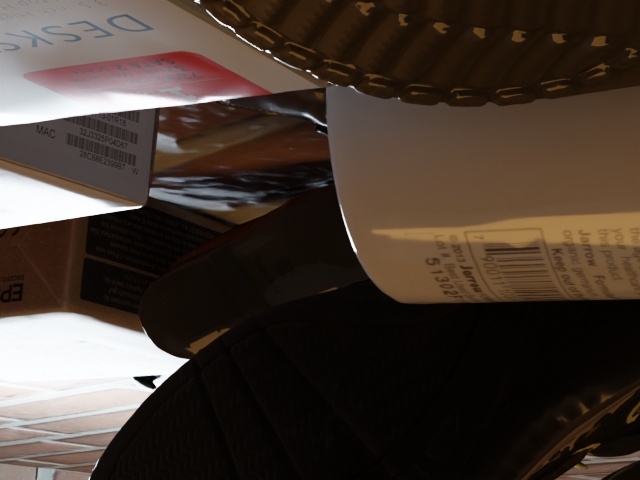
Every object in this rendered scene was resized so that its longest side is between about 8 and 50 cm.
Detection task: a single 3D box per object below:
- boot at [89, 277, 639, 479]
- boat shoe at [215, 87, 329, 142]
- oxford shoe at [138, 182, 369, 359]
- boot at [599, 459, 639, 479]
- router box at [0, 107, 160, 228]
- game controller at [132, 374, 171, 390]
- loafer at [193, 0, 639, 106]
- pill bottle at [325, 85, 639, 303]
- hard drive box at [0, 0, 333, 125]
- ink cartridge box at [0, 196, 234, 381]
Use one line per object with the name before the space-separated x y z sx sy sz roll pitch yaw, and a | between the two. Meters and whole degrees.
boot | 0.085 0.077 0.915 0.377 0.138 0.284 -35 164 7
boat shoe | 0.025 -0.057 0.759 0.152 0.049 0.056 4 167 -1
oxford shoe | 0.000 0.000 0.985 0.212 0.076 0.076 -17 -161 21
boot | 0.248 0.079 0.840 0.236 0.089 0.269 -21 156 -26
router box | -0.286 -0.073 0.701 0.301 0.082 0.335 -7 164 38
game controller | -0.045 0.098 1.335 0.166 0.067 0.319 41 157 -12
loafer | 0.085 -0.094 0.473 0.268 0.092 0.102 4 156 -16
pill bottle | 0.129 -0.045 0.601 0.229 0.131 0.131 -2 166 22
hard drive box | -0.126 -0.109 0.491 0.181 0.089 0.232 -4 165 33
ink cartridge box | -0.177 0.031 1.112 0.234 0.088 0.193 -7 162 35
